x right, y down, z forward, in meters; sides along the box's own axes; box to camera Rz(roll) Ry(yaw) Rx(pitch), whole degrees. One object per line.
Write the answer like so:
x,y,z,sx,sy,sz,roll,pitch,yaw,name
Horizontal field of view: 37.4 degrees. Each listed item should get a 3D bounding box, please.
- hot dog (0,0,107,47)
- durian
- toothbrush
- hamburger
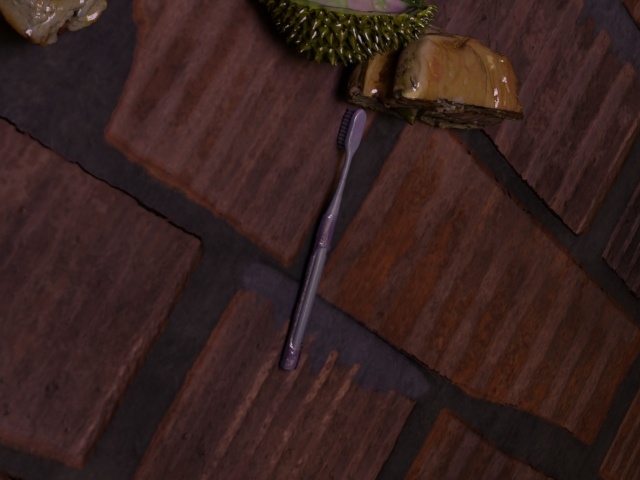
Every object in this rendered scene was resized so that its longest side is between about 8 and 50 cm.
-0.265,-0.287,0.866,0.146,0.103,0.213,-35,136,-52,hot dog
0.039,-0.249,1.101,0.220,0.137,0.095,-14,134,-29,durian
0.000,0.000,1.227,0.024,0.029,0.354,9,100,-39,toothbrush
0.144,-0.212,1.227,0.262,0.124,0.131,2,84,-45,hamburger
